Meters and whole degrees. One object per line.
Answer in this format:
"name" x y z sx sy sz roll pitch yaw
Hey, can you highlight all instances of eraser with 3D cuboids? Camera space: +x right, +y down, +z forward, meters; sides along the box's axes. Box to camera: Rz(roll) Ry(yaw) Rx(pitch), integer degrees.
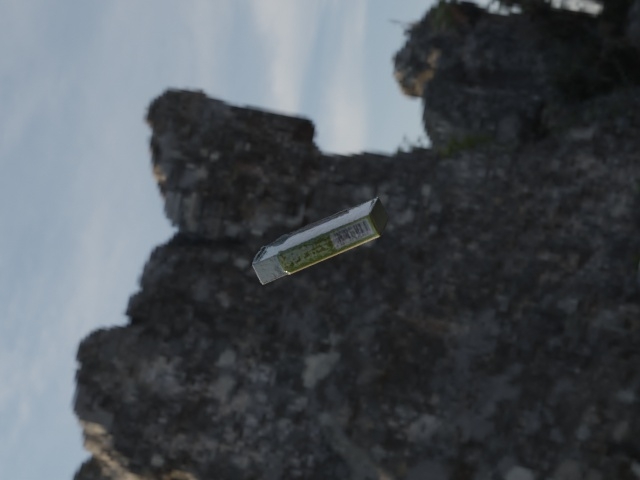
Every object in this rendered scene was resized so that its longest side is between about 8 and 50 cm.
"eraser" 0.000 0.000 0.732 0.019 0.083 0.038 62 -161 -13
